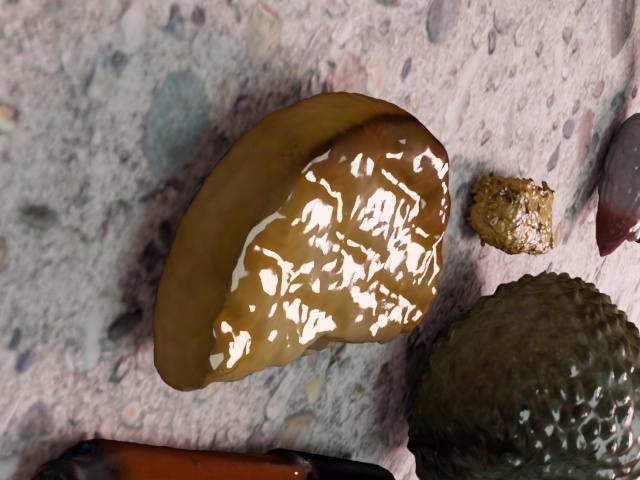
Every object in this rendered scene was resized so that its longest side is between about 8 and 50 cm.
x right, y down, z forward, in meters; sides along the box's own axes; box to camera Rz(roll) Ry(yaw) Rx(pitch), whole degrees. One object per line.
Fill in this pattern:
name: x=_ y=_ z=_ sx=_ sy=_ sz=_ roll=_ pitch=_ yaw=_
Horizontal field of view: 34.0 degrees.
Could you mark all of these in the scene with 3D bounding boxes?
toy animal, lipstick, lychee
toy animal: x=0.390 y=-0.108 z=1.228 sx=0.195 sy=0.090 sz=0.324 roll=-47 pitch=153 yaw=-38
lipstick: x=-0.056 y=0.194 z=0.792 sx=0.418 sy=0.077 sz=0.077 roll=23 pitch=91 yaw=-57
lychee: x=0.207 y=0.158 z=1.016 sx=0.255 sy=0.255 sz=0.274 roll=66 pitch=24 yaw=-50

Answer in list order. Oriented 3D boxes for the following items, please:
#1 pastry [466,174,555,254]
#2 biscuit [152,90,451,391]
pastry: x=0.192 y=-0.023 z=1.028 sx=0.140 sy=0.056 sz=0.079 roll=0 pitch=99 yaw=-53
biscuit: x=-0.001 y=-0.001 z=0.729 sx=0.274 sy=0.091 sz=0.213 roll=7 pitch=107 yaw=-55
